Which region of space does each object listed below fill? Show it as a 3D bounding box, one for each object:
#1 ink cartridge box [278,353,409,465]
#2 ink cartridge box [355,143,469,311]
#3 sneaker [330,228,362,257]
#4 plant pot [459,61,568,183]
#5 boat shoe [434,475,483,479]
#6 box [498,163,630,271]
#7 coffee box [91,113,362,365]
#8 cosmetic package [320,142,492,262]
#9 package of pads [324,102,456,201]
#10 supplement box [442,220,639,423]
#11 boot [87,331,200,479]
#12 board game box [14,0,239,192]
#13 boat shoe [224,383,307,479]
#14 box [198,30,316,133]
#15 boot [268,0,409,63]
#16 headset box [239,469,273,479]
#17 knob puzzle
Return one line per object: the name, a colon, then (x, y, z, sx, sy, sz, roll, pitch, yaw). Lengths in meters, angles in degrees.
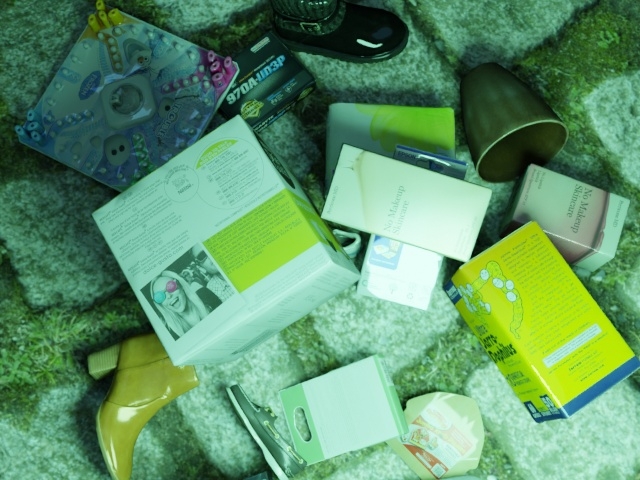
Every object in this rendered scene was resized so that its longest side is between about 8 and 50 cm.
ink cartridge box: (0.046, 0.356, 1.586, 0.235, 0.056, 0.171, -23, 74, 17)
ink cartridge box: (0.194, -0.028, 1.630, 0.165, 0.065, 0.333, 15, 98, -1)
sneaker: (0.000, 0.000, 1.673, 0.190, 0.083, 0.071, -4, 75, -2)
plant pot: (0.411, -0.285, 1.723, 0.215, 0.215, 0.230, -16, 61, -7)
boat shoe: (0.203, 0.536, 1.522, 0.267, 0.096, 0.088, -10, 107, 3)
box: (0.536, -0.049, 1.683, 0.232, 0.127, 0.149, 20, 74, 4)
coffee box: (-0.168, 0.013, 1.493, 0.338, 0.337, 0.334, -34, 77, 5)
cosmetic package: (0.168, -0.079, 1.537, 0.309, 0.113, 0.160, 16, 97, -3)
package of pads: (0.158, -0.197, 1.726, 0.296, 0.101, 0.229, 1, 74, -2)
supplement box: (0.446, 0.174, 1.579, 0.195, 0.194, 0.357, -31, 77, -11)
boot: (-0.348, 0.329, 1.552, 0.211, 0.104, 0.295, -14, 71, -6)
board game box: (-0.444, -0.322, 1.736, 0.389, 0.050, 0.390, 26, 78, 11)
boat shoe: (-0.114, 0.385, 1.559, 0.068, 0.081, 0.228, -33, 84, -14)
box: (-0.146, -0.364, 1.789, 0.220, 0.051, 0.175, -39, 78, -12)
boot: (0.043, -0.525, 1.734, 0.347, 0.260, 0.131, 2, 74, -1)
headset box: (-0.113, 0.586, 1.410, 0.131, 0.246, 0.283, -17, 74, -7)
knob puzzle: (0.253, 0.399, 1.579, 0.213, 0.030, 0.213, 0, 87, 7)
